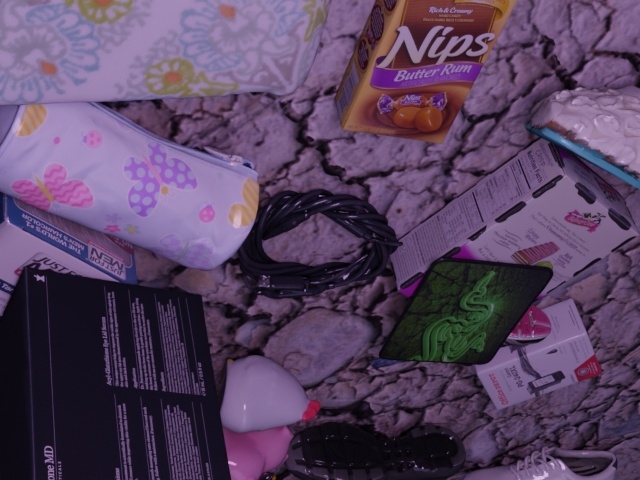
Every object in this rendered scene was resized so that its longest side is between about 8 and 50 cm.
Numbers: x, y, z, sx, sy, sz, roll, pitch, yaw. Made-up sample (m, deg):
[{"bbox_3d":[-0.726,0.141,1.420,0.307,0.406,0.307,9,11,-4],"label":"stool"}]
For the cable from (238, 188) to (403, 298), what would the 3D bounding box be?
[{"bbox_3d":[0.000,0.000,1.209,0.185,0.047,0.150,-4,133,-6],"label":"cable"}]

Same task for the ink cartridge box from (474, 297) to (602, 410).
[{"bbox_3d":[0.277,0.151,1.430,0.151,0.063,0.109,-22,138,10],"label":"ink cartridge box"}]

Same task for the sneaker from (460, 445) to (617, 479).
[{"bbox_3d":[0.331,0.356,1.671,0.258,0.094,0.091,-2,120,-19],"label":"sneaker"}]

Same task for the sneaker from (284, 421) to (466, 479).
[{"bbox_3d":[0.072,0.322,1.543,0.267,0.101,0.106,5,138,-20],"label":"sneaker"}]

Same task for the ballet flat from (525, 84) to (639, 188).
[{"bbox_3d":[0.383,-0.087,1.157,0.409,0.147,0.147,26,126,-32],"label":"ballet flat"}]

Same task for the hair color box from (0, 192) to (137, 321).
[{"bbox_3d":[-0.373,0.069,1.134,0.347,0.105,0.174,-33,138,22],"label":"hair color box"}]

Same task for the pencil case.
[{"bbox_3d":[-0.189,-0.064,1.028,0.273,0.113,0.124,22,130,-33],"label":"pencil case"}]

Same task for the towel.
[{"bbox_3d":[-0.146,-0.244,0.831,0.375,0.090,0.320,-5,143,-24],"label":"towel"}]

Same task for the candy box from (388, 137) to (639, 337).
[{"bbox_3d":[0.215,0.001,1.238,0.233,0.071,0.159,-36,134,26],"label":"candy box"}]

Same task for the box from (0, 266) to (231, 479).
[{"bbox_3d":[-0.195,0.164,1.013,0.184,0.261,0.103,13,133,-30],"label":"box"}]

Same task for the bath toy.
[{"bbox_3d":[-0.094,0.290,1.434,0.129,0.151,0.348,11,125,-9],"label":"bath toy"}]

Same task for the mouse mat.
[{"bbox_3d":[0.165,0.086,1.263,0.153,0.007,0.189,5,138,-20],"label":"mouse mat"}]

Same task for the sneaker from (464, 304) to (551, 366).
[{"bbox_3d":[0.201,0.118,1.376,0.171,0.063,0.074,-4,138,-3],"label":"sneaker"}]

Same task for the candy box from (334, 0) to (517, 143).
[{"bbox_3d":[0.095,-0.179,1.021,0.109,0.053,0.186,6,134,-19],"label":"candy box"}]
